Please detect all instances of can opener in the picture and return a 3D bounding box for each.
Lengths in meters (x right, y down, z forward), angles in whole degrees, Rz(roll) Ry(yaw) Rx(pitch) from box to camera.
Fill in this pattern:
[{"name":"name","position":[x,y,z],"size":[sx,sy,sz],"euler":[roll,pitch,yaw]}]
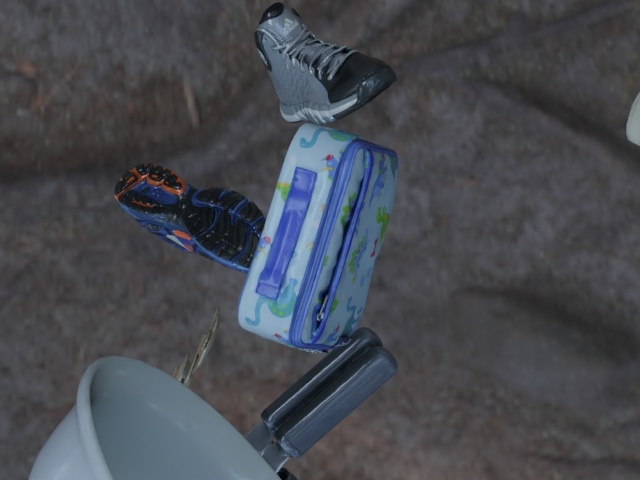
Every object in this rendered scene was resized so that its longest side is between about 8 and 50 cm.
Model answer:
[{"name":"can opener","position":[-0.021,0.224,2.032],"size":[0.283,0.076,0.095],"euler":[-41,133,3]}]

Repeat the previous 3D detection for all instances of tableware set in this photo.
[{"name":"tableware set","position":[-0.141,0.152,1.733],"size":[0.020,0.141,0.169],"euler":[24,141,-5]}]

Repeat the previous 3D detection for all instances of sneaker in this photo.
[{"name":"sneaker","position":[-0.134,-0.018,2.037],"size":[0.083,0.221,0.087],"euler":[-52,152,-16]},{"name":"sneaker","position":[-0.013,-0.198,1.894],"size":[0.086,0.228,0.132],"euler":[-36,104,-23]}]

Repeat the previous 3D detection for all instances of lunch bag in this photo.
[{"name":"lunch bag","position":[0.000,0.000,1.730],"size":[0.090,0.176,0.219],"euler":[17,90,19]}]

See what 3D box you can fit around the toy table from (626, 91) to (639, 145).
[{"name":"toy table","position":[0.291,-0.142,1.005],"size":[0.274,0.252,0.161],"euler":[-5,113,-20]}]

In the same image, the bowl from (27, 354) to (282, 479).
[{"name":"bowl","position":[-0.099,0.231,1.143],"size":[0.134,0.298,0.298],"euler":[-39,125,10]}]
